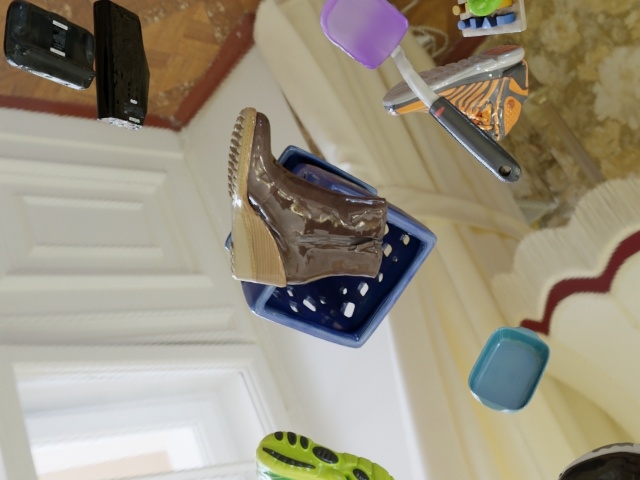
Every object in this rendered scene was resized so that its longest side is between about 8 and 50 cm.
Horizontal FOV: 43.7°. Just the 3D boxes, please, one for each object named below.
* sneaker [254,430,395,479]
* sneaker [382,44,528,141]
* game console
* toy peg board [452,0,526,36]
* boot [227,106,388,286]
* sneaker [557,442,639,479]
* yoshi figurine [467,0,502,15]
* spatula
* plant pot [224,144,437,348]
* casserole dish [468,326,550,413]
[{"bbox_3d":[0.019,0.436,1.414,0.109,0.296,0.123,-59,173,-44],"label":"sneaker"},{"bbox_3d":[0.293,-0.271,1.640,0.321,0.124,0.180,-19,113,-8],"label":"sneaker"},{"bbox_3d":[-0.399,-0.320,1.349,0.044,0.213,0.361,-5,175,20],"label":"game console"},{"bbox_3d":[0.334,-0.509,1.676,0.079,0.161,0.160,-24,112,-35],"label":"toy peg board"},{"bbox_3d":[-0.015,-0.056,1.051,0.207,0.090,0.248,-3,116,-12],"label":"boot"},{"bbox_3d":[0.388,0.301,0.887,0.283,0.107,0.124,-11,-168,36],"label":"sneaker"},{"bbox_3d":[0.254,-0.459,1.183,0.203,0.203,0.362,-45,-176,21],"label":"yoshi figurine"},{"bbox_3d":[0.115,-0.172,0.896,0.030,0.296,0.084,-34,170,-49],"label":"spatula"},{"bbox_3d":[0.000,0.000,1.267,0.236,0.212,0.236,23,108,-37],"label":"plant pot"},{"bbox_3d":[0.337,0.236,1.431,0.188,0.114,0.037,-52,154,-35],"label":"casserole dish"}]
